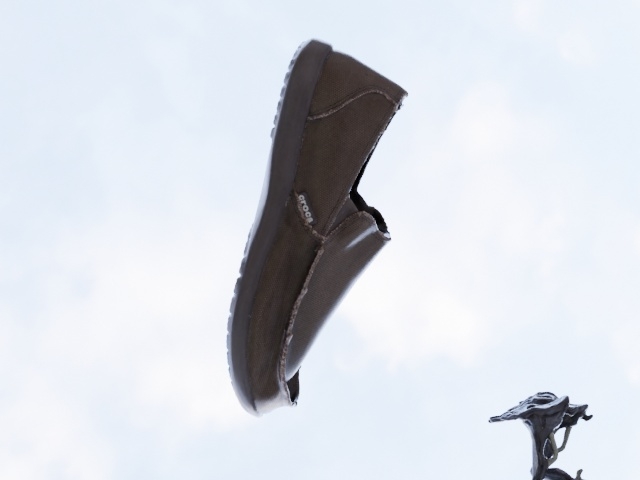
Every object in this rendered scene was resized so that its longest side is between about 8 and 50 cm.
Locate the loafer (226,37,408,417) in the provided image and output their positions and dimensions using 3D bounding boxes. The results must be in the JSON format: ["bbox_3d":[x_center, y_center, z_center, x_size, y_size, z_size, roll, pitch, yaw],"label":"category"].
[{"bbox_3d":[0.000,0.000,1.239,0.130,0.134,0.365,13,-79,4],"label":"loafer"}]

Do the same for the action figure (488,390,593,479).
[{"bbox_3d":[0.257,0.305,1.412,0.164,0.141,0.275,-13,-93,-72],"label":"action figure"}]
